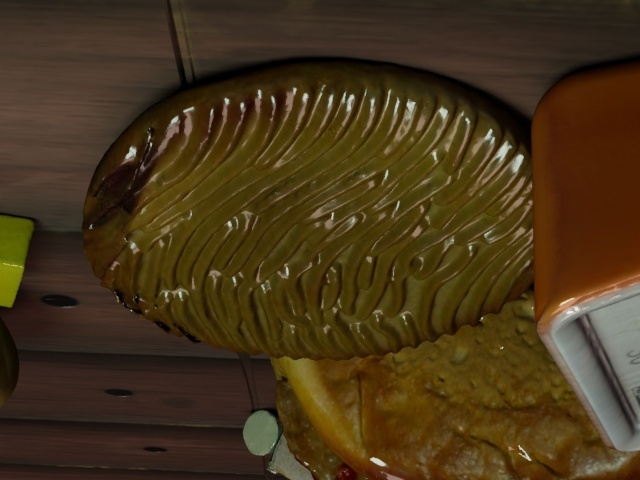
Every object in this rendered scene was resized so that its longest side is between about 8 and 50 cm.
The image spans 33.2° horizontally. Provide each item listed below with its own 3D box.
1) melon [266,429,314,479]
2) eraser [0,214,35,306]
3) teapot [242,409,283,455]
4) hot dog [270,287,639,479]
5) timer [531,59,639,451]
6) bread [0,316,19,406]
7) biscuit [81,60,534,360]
[{"bbox_3d":[-0.005,0.262,1.313,0.139,0.093,0.202,-23,145,19],"label":"melon"},{"bbox_3d":[-0.293,0.009,0.841,0.122,0.045,0.097,11,155,-17],"label":"eraser"},{"bbox_3d":[-0.050,0.247,1.378,0.067,0.057,0.083,-42,144,20],"label":"teapot"},{"bbox_3d":[0.153,0.164,0.938,0.404,0.223,0.185,2,160,2],"label":"hot dog"},{"bbox_3d":[0.264,0.006,0.612,0.249,0.161,0.257,-8,151,21],"label":"timer"},{"bbox_3d":[-0.351,0.098,0.947,0.156,0.158,0.260,-11,176,-35],"label":"bread"},{"bbox_3d":[0.000,0.000,0.718,0.317,0.040,0.318,-2,146,-1],"label":"biscuit"}]
